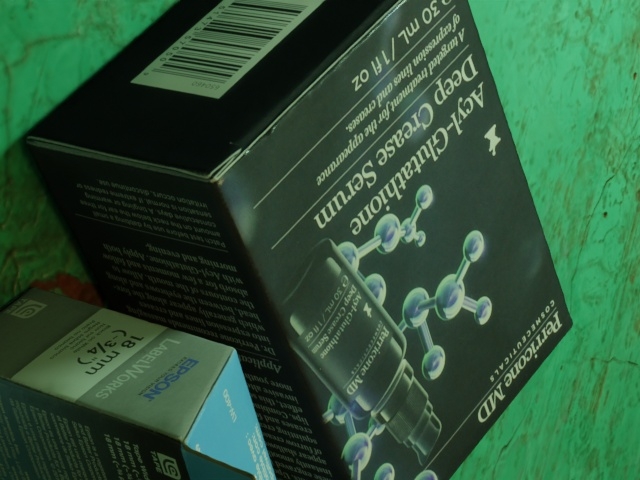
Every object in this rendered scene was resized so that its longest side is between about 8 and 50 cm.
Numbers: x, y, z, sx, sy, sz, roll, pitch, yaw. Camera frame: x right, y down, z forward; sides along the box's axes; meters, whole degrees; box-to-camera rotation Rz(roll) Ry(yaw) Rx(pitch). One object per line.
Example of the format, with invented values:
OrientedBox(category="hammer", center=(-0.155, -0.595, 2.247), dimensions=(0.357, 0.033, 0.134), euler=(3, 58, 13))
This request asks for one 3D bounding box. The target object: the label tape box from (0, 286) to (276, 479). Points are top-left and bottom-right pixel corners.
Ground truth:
OrientedBox(category="label tape box", center=(-0.101, 0.188, 1.240), dimensions=(0.106, 0.333, 0.241), euler=(-38, 126, -35))

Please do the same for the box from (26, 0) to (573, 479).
OrientedBox(category="box", center=(0.000, 0.000, 1.398), dimensions=(0.293, 0.212, 0.395), euler=(-47, 132, -30))
